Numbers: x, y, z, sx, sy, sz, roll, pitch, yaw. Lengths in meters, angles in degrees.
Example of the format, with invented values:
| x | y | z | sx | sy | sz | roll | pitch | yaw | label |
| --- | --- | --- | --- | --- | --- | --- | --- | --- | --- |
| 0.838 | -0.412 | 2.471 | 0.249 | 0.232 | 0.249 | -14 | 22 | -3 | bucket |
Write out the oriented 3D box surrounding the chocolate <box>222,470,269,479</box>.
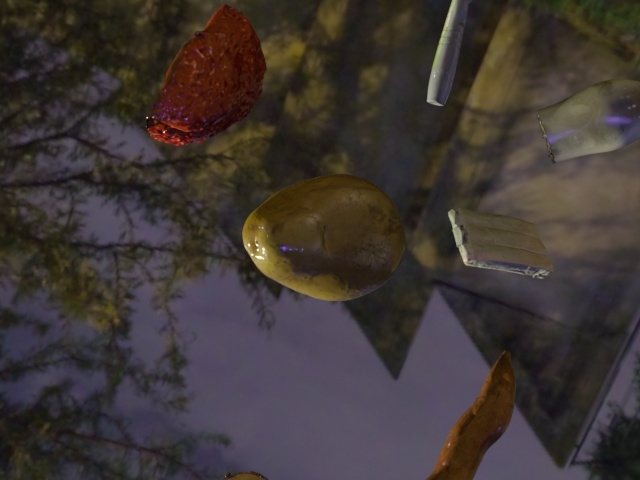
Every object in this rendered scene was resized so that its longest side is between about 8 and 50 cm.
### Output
| x | y | z | sx | sy | sz | roll | pitch | yaw | label |
| --- | --- | --- | --- | --- | --- | --- | --- | --- | --- |
| -0.084 | 0.483 | 1.414 | 0.221 | 0.221 | 0.147 | 7 | 169 | -43 | chocolate |

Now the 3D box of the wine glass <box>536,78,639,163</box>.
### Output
| x | y | z | sx | sy | sz | roll | pitch | yaw | label |
| --- | --- | --- | --- | --- | --- | --- | --- | --- | --- |
| 0.391 | -0.168 | 1.155 | 0.202 | 0.093 | 0.093 | -17 | -173 | 14 | wine glass |

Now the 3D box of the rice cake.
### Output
| x | y | z | sx | sy | sz | roll | pitch | yaw | label |
| --- | --- | --- | --- | --- | --- | --- | --- | --- | --- |
| 0.331 | 0.006 | 1.623 | 0.211 | 0.038 | 0.124 | 4 | -123 | -34 | rice cake |

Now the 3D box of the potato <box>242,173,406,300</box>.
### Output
| x | y | z | sx | sy | sz | roll | pitch | yaw | label |
| --- | --- | --- | --- | --- | --- | --- | --- | --- | --- |
| 0.000 | 0.000 | 1.068 | 0.194 | 0.157 | 0.157 | -6 | -152 | -38 | potato |

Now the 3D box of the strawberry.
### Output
| x | y | z | sx | sy | sz | roll | pitch | yaw | label |
| --- | --- | --- | --- | --- | --- | --- | --- | --- | --- |
| -0.109 | -0.153 | 0.866 | 0.082 | 0.147 | 0.187 | 24 | -140 | 8 | strawberry |

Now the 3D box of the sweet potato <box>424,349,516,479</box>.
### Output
| x | y | z | sx | sy | sz | roll | pitch | yaw | label |
| --- | --- | --- | --- | --- | --- | --- | --- | --- | --- |
| 0.201 | 0.252 | 1.138 | 0.059 | 0.281 | 0.067 | 31 | 155 | 16 | sweet potato |

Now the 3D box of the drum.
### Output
| x | y | z | sx | sy | sz | roll | pitch | yaw | label |
| --- | --- | --- | --- | --- | --- | --- | --- | --- | --- |
| 0.168 | -0.310 | 1.116 | 0.049 | 0.253 | 0.130 | 16 | 168 | 45 | drum |
